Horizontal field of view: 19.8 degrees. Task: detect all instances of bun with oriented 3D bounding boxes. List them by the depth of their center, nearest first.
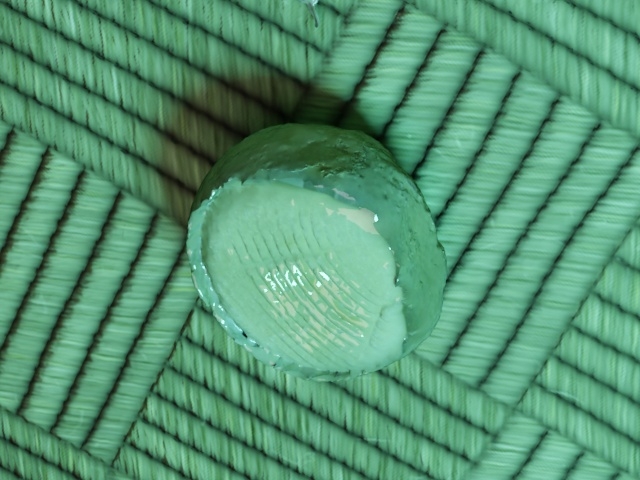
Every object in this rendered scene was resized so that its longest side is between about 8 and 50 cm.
[{"bbox_3d":[0.000,0.000,1.750,0.259,0.152,0.259,16,130,19],"label":"bun"}]

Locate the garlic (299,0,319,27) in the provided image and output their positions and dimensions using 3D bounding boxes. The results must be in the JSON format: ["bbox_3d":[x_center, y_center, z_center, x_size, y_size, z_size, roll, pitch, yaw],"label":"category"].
[{"bbox_3d":[-0.016,-0.265,1.659,0.084,0.066,0.152,27,120,0],"label":"garlic"}]
